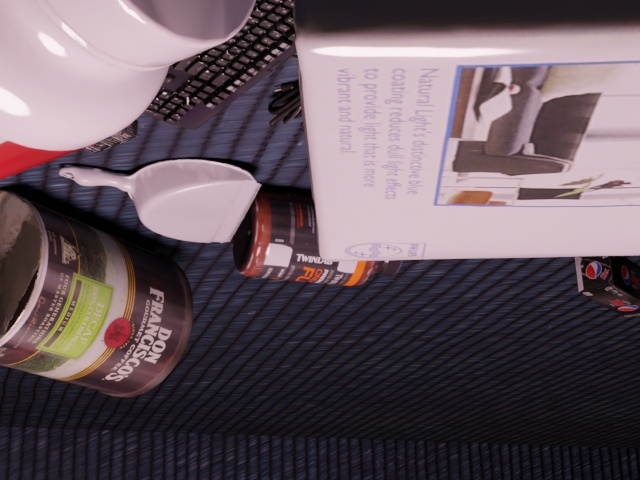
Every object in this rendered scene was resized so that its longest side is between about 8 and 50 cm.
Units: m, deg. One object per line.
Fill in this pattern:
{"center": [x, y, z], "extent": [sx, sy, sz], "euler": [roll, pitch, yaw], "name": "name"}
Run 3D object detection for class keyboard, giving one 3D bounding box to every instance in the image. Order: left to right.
{"center": [-0.051, -0.166, 1.008], "extent": [0.201, 0.033, 0.317], "euler": [11, 158, -32], "name": "keyboard"}

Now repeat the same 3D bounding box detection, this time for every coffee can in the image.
{"center": [-0.322, 0.074, 1.407], "extent": [0.201, 0.201, 0.275], "euler": [-13, 157, 30], "name": "coffee can"}

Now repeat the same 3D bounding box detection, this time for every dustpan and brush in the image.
{"center": [-0.191, -0.055, 1.288], "extent": [0.211, 0.060, 0.147], "euler": [0, 150, -23], "name": "dustpan and brush"}

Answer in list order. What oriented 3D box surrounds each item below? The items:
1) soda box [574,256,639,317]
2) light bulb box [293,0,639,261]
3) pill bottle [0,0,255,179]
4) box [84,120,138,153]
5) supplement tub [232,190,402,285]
{"center": [0.429, 0.063, 1.628], "extent": [0.053, 0.060, 0.169], "euler": [-16, 155, 33], "name": "soda box"}
{"center": [0.172, -0.190, 0.468], "extent": [0.361, 0.358, 0.225], "euler": [-1, 162, 2], "name": "light bulb box"}
{"center": [-0.249, -0.149, 0.751], "extent": [0.408, 0.229, 0.229], "euler": [-15, 156, 34], "name": "pill bottle"}
{"center": [-0.239, -0.117, 1.147], "extent": [0.067, 0.018, 0.083], "euler": [-16, 155, 36], "name": "box"}
{"center": [0.000, 0.000, 1.361], "extent": [0.198, 0.106, 0.106], "euler": [6, 159, -19], "name": "supplement tub"}
